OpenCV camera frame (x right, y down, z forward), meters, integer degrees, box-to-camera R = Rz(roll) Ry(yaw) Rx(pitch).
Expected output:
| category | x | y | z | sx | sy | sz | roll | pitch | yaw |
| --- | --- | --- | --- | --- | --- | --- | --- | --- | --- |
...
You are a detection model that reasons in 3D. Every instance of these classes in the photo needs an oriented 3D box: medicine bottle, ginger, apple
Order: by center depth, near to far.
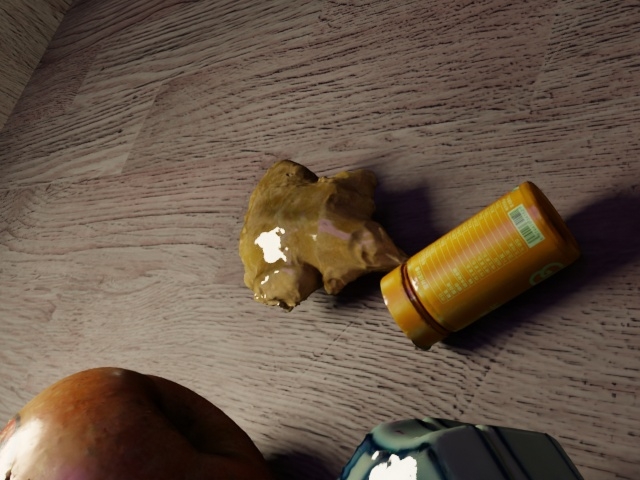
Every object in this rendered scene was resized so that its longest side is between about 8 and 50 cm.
| category | x | y | z | sx | sy | sz | roll | pitch | yaw |
| --- | --- | --- | --- | --- | --- | --- | --- | --- | --- |
| apple | -0.215 | 0.309 | 0.733 | 0.305 | 0.338 | 0.338 | -53 | 39 | -1 |
| medicine bottle | 0.166 | 0.028 | 0.736 | 0.191 | 0.096 | 0.096 | -36 | 42 | 21 |
| ginger | 0.000 | 0.000 | 0.901 | 0.270 | 0.123 | 0.219 | 21 | 76 | 50 |

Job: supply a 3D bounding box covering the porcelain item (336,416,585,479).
| category | x | y | z | sx | sy | sz | roll | pitch | yaw |
| --- | --- | --- | --- | --- | --- | --- | --- | --- | --- |
| porcelain item | 0.096 | 0.296 | 0.504 | 0.282 | 0.157 | 0.286 | -60 | 35 | 28 |
